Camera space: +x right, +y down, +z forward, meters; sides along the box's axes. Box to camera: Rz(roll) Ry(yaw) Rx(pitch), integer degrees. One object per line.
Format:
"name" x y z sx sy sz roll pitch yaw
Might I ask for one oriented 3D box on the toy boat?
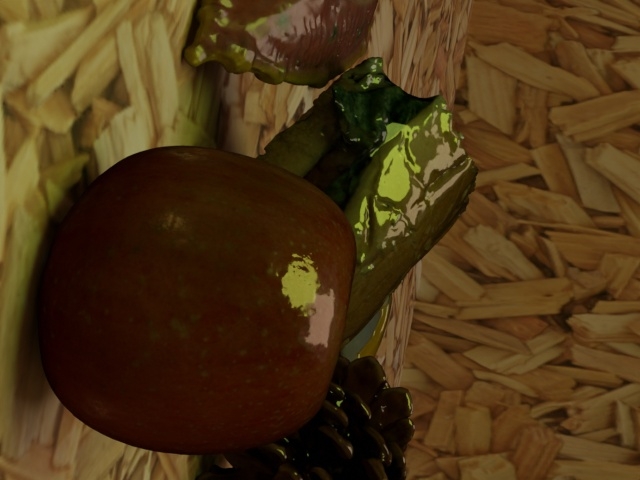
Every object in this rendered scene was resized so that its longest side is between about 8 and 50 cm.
"toy boat" -0.017 -0.184 1.444 0.141 0.099 0.318 57 20 -10

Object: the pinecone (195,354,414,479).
"pinecone" -0.015 0.202 1.681 0.212 0.168 0.186 -61 162 -65

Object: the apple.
"apple" -0.068 0.034 1.113 0.181 0.168 0.181 9 90 -88

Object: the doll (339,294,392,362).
"doll" 0.015 0.020 1.913 0.103 0.145 0.316 -34 144 -20

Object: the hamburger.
"hamburger" 0.000 0.000 1.453 0.211 0.132 0.309 -48 176 -18
